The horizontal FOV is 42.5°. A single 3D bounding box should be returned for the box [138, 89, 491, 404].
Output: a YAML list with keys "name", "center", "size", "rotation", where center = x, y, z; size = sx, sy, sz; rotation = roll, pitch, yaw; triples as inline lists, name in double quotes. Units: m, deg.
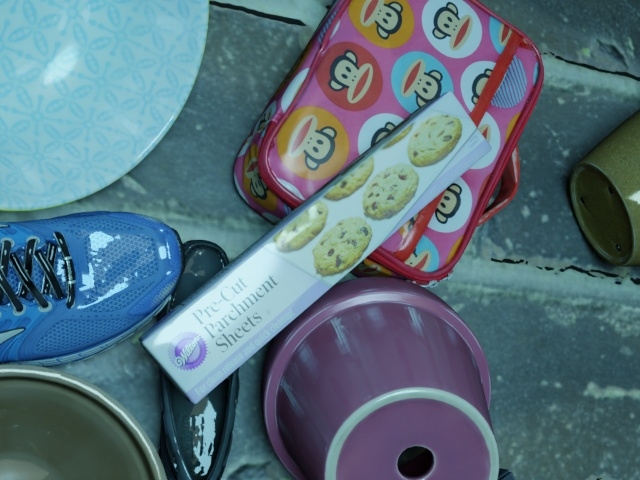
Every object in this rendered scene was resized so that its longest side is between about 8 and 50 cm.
- name: "box"
  center: [0.000, 0.000, 0.668]
  size: [0.324, 0.063, 0.067]
  rotation: [-39, 97, -14]

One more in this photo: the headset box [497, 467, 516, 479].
- name: "headset box"
  center: [0.096, 0.359, 0.703]
  size: [0.283, 0.131, 0.246]
  rotation: [-28, 89, -22]

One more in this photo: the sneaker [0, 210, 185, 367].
- name: "sneaker"
  center: [-0.261, 0.046, 0.622]
  size: [0.330, 0.147, 0.129]
  rotation: [-14, 86, -19]

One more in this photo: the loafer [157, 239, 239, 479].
- name: "loafer"
  center: [-0.102, 0.106, 0.709]
  size: [0.076, 0.078, 0.223]
  rotation: [5, 78, -19]

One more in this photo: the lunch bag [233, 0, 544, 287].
- name: "lunch bag"
  center: [0.085, -0.105, 0.803]
  size: [0.258, 0.120, 0.293]
  rotation: [32, 73, -15]

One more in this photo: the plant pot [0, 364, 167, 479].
- name: "plant pot"
  center: [-0.238, 0.214, 0.622]
  size: [0.238, 0.110, 0.237]
  rotation: [4, 79, -19]

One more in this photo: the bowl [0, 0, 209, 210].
- name: "bowl"
  center: [-0.249, -0.184, 0.654]
  size: [0.289, 0.289, 0.156]
  rotation: [-41, 52, -22]

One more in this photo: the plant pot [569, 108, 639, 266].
- name: "plant pot"
  center: [0.407, -0.070, 0.870]
  size: [0.255, 0.237, 0.237]
  rotation: [-22, 87, -7]

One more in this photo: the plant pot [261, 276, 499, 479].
- name: "plant pot"
  center: [0.054, 0.146, 0.669]
  size: [0.202, 0.180, 0.201]
  rotation: [-1, 102, -6]
